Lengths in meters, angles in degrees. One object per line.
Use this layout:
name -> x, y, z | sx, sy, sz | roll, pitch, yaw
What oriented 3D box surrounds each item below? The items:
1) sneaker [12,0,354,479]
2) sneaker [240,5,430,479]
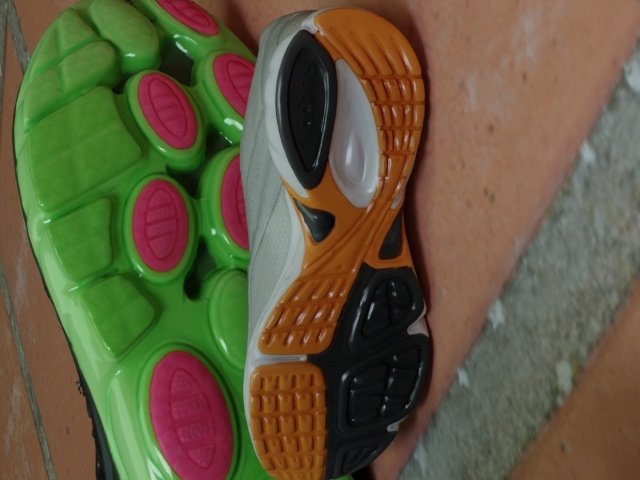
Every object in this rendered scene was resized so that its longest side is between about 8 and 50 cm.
sneaker -> -0.098, 0.069, 0.914 | 0.202, 0.185, 0.483 | 144, 116, -62
sneaker -> 0.000, 0.000, 0.782 | 0.121, 0.099, 0.263 | -134, 48, -68
